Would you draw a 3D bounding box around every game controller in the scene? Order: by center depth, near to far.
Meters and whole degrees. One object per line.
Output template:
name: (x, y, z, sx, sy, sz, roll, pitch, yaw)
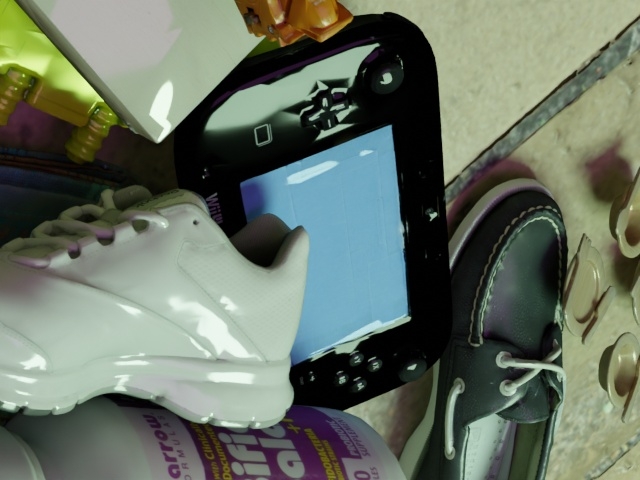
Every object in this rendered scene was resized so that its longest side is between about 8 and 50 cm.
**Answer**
game controller: (0.000, 0.000, 1.203, 0.166, 0.067, 0.319, -29, 139, -19)

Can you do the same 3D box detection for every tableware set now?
tableware set: (0.218, 0.037, 1.385, 0.141, 0.020, 0.168, -61, 142, -29)

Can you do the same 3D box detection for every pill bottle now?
pill bottle: (-0.102, 0.176, 1.153, 0.301, 0.169, 0.169, 7, 111, -40)

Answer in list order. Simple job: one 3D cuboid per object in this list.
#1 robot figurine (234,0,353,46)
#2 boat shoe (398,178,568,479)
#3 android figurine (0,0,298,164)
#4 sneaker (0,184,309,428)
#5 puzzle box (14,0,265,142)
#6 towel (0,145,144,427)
robot figurine: (-0.016, -0.255, 0.938, 0.211, 0.085, 0.291, -33, 120, -19)
boat shoe: (0.130, 0.106, 1.364, 0.114, 0.091, 0.302, -8, 120, -30)
android figurine: (-0.100, -0.173, 1.079, 0.248, 0.056, 0.273, 25, 99, -40)
sneaker: (-0.127, 0.027, 1.065, 0.297, 0.111, 0.129, 6, 104, -45)
puzzle box: (-0.115, -0.280, 0.953, 0.272, 0.052, 0.409, -46, 123, -11)
towel: (-0.260, 0.111, 1.102, 0.271, 0.040, 0.370, 7, 112, -53)
